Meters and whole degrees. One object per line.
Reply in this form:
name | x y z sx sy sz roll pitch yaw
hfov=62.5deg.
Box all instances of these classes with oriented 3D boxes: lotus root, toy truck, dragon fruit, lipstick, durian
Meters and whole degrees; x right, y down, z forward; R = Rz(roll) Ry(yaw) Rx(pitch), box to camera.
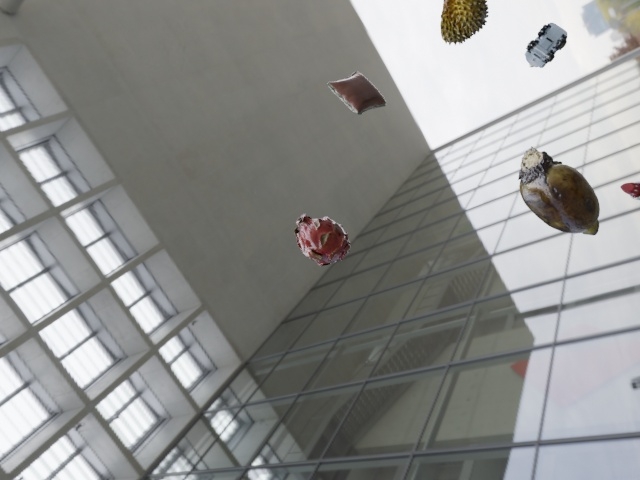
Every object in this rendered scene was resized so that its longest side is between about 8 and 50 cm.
lotus root | 0.644 -0.110 1.412 0.314 0.169 0.141 41 -97 -14
toy truck | 0.578 -0.496 1.359 0.076 0.111 0.077 42 -158 12
dragon fruit | 0.000 0.000 1.412 0.166 0.136 0.133 40 -125 -14
lipstick | 0.769 -0.105 1.214 0.186 0.063 0.057 8 -138 -17
durian | 0.506 -0.770 1.821 0.249 0.138 0.183 6 -79 -65

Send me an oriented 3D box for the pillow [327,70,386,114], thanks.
pillow | 0.129 -0.519 1.879 0.171 0.075 0.179 48 -132 11
